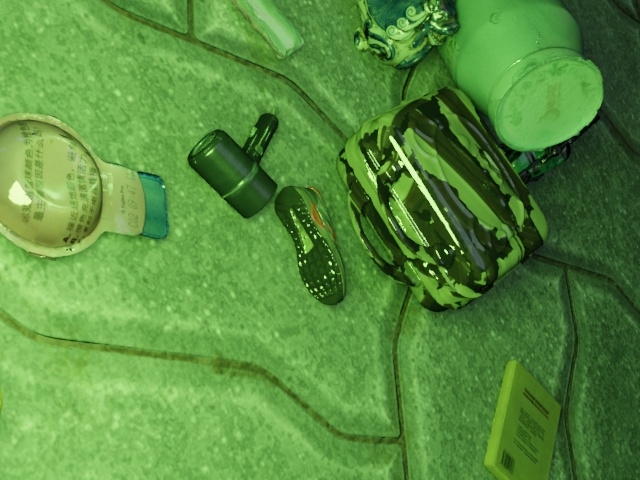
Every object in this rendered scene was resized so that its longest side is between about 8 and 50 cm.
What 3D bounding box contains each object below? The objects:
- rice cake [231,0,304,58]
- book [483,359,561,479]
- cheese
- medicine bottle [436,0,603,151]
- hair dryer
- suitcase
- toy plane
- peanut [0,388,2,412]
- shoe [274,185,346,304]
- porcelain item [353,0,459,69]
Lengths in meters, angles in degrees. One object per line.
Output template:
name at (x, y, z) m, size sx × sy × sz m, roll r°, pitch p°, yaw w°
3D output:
rice cake at (-0.138, -0.405, 1.410) m, size 0.290 × 0.051 × 0.081 m, roll 48°, pitch 36°, yaw -17°
book at (0.372, 0.354, 1.619) m, size 0.161 × 0.026 × 0.231 m, roll 45°, pitch 47°, yaw -23°
cheese at (-0.302, -0.062, 1.080) m, size 0.286 × 0.074 × 0.189 m, roll 9°, pitch 67°, yaw -47°
medicine bottle at (0.358, -0.324, 1.592) m, size 0.245 × 0.245 × 0.290 m, roll 28°, pitch 31°, yaw -35°
hair dryer at (-0.107, -0.143, 1.324) m, size 0.124 × 0.071 × 0.219 m, roll 47°, pitch 39°, yaw -20°
suitcase at (0.181, -0.061, 1.481) m, size 0.339 × 0.194 × 0.351 m, roll -30°, pitch 86°, yaw -45°
toy plane at (0.405, -0.155, 1.785) m, size 0.382 × 0.155 × 0.106 m, roll -24°, pitch 92°, yaw -31°
peanut at (-0.368, 0.200, 0.878) m, size 0.098 × 0.103 × 0.229 m, roll 2°, pitch 69°, yaw -31°
shoe at (0.001, 0.001, 1.363) m, size 0.077 × 0.074 × 0.194 m, roll -22°, pitch 87°, yaw -53°
porcelain item at (0.133, -0.460, 1.610) m, size 0.138 × 0.186 × 0.288 m, roll -10°, pitch 79°, yaw -45°
